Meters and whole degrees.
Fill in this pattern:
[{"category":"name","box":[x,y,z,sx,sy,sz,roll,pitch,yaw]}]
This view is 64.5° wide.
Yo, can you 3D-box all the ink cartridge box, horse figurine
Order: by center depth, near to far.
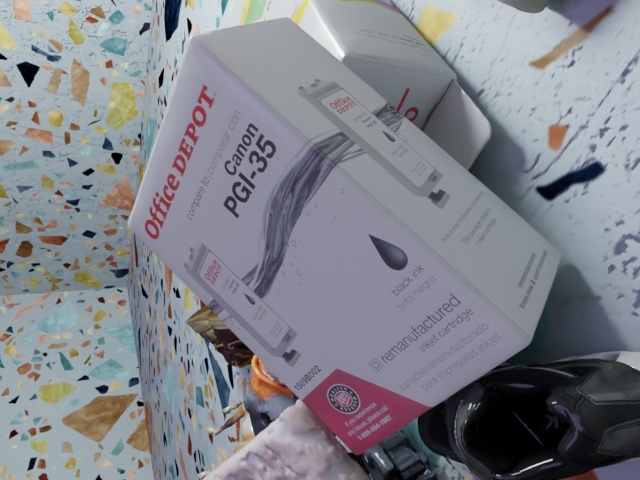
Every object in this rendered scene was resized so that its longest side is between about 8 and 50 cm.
[{"category":"ink cartridge box","box":[0.000,0.000,0.405,0.283,0.117,0.207,43,131,7]},{"category":"ink cartridge box","box":[0.006,-0.147,0.541,0.207,0.119,0.353,-64,35,39]},{"category":"horse figurine","box":[-0.113,0.304,0.777,0.175,0.066,0.263,-35,28,23]}]

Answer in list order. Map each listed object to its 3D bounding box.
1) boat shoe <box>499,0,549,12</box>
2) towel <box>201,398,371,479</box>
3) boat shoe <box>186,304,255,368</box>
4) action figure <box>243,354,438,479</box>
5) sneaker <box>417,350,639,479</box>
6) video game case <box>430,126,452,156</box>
[{"category":"boat shoe","box":[0.088,-0.279,0.412,0.302,0.109,0.094,58,142,41]},{"category":"towel","box":[-0.005,0.357,0.493,0.331,0.053,0.317,51,126,12]},{"category":"boat shoe","box":[-0.133,0.156,0.891,0.123,0.123,0.342,58,147,-7]},{"category":"action figure","box":[-0.005,0.249,0.559,0.341,0.179,0.329,-148,50,-62]},{"category":"sneaker","box":[0.124,0.128,0.364,0.234,0.106,0.078,-40,56,57]},{"category":"video game case","box":[0.106,-0.008,0.491,0.119,0.015,0.166,-31,65,60]}]
